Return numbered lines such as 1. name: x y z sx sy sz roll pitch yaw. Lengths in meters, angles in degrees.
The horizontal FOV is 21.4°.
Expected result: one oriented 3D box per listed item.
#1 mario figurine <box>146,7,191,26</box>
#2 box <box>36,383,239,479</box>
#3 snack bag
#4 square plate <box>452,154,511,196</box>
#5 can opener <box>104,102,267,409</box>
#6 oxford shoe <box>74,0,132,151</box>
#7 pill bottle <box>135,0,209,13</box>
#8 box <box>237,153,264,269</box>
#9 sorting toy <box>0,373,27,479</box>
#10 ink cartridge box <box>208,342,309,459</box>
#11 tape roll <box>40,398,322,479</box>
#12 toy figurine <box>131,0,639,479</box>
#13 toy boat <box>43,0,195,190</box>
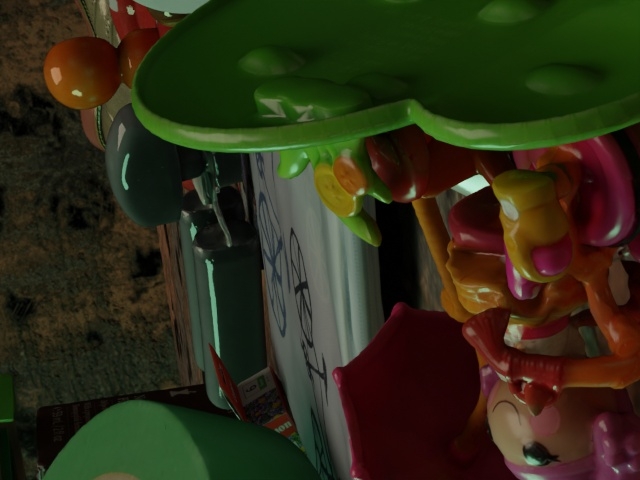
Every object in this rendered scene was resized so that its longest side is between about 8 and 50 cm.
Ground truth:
1. mario figurine: -0.106 -0.292 1.024 0.320 0.198 0.170 74 -157 -51
2. box: -0.130 0.227 1.434 0.168 0.203 0.167 -132 34 -75
3. snack bag: 0.000 0.000 0.904 0.342 0.037 0.323 -114 17 -64
4. square plate: -0.042 -0.216 0.589 0.344 0.049 0.347 -111 -3 -55
5. can opener: -0.083 0.001 1.128 0.074 0.093 0.280 -112 11 -45
6. oxford shoe: -0.169 -0.217 1.710 0.130 0.123 0.348 39 143 38
7. pill bottle: -0.066 -0.200 0.846 0.094 0.094 0.169 96 176 -59
8. box: -0.039 -0.061 1.135 0.094 0.027 0.137 -107 11 -45
9. sorting toy: -0.249 0.245 1.409 0.348 0.047 0.196 94 171 -52
10. ink cartridge box: -0.029 0.115 1.085 0.115 0.029 0.063 58 -177 -27
11. tape roll: -0.098 0.250 0.911 0.321 0.077 0.321 -35 46 48
12. toy figurine: 0.048 0.014 0.439 0.173 0.130 0.159 21 136 53
13. toy boat: -0.138 -0.138 1.306 0.231 0.151 0.151 -108 13 -49
